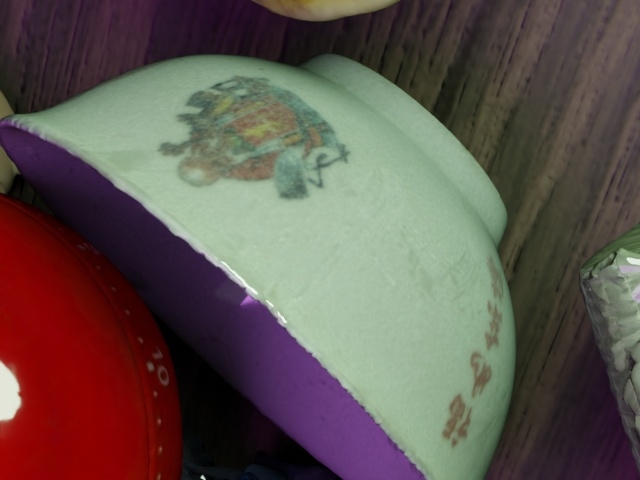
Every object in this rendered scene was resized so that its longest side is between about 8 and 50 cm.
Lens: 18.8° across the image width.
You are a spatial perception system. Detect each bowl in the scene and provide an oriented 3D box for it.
[{"bbox_3d":[0.000,0.000,1.325,0.435,0.435,0.196,40,80,11],"label":"bowl"}]

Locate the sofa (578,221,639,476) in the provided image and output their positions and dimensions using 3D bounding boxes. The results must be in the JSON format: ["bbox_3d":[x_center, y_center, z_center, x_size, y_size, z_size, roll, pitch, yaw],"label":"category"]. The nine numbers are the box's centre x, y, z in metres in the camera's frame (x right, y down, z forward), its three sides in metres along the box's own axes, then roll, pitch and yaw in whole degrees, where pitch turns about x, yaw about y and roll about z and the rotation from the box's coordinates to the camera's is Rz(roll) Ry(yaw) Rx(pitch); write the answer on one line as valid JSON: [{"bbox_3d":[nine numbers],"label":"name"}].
[{"bbox_3d":[0.294,0.062,1.203,0.176,0.225,0.210,-11,100,37],"label":"sofa"}]

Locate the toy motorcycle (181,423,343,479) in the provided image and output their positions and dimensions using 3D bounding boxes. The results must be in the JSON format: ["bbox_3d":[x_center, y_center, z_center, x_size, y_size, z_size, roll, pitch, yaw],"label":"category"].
[{"bbox_3d":[-0.056,0.279,1.483,0.416,0.232,0.172,31,132,17],"label":"toy motorcycle"}]

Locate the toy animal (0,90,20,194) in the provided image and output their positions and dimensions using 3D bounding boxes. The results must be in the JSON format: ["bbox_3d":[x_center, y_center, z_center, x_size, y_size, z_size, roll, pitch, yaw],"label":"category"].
[{"bbox_3d":[-0.362,-0.050,1.552,0.229,0.210,0.221,23,124,-6],"label":"toy animal"}]

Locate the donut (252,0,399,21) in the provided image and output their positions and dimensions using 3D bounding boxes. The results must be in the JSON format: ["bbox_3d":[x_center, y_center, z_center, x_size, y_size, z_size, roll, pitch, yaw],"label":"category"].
[{"bbox_3d":[0.032,-0.351,1.147,0.449,0.198,0.449,-10,76,48],"label":"donut"}]

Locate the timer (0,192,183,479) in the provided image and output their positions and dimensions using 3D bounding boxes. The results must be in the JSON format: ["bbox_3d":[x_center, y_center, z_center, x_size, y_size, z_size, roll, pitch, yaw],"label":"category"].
[{"bbox_3d":[-0.290,0.143,1.362,0.378,0.279,0.378,0,90,18],"label":"timer"}]
